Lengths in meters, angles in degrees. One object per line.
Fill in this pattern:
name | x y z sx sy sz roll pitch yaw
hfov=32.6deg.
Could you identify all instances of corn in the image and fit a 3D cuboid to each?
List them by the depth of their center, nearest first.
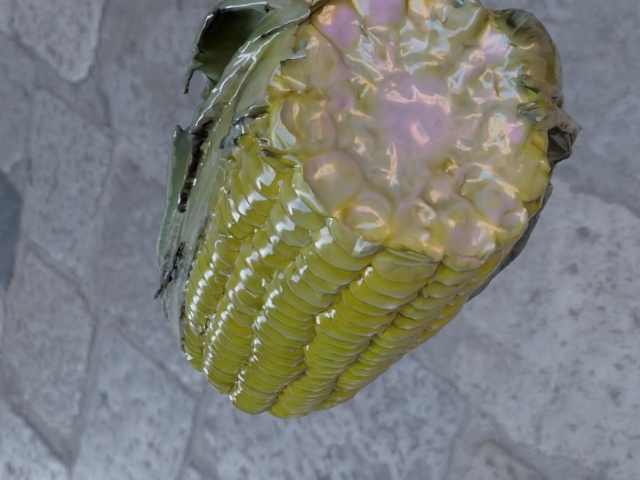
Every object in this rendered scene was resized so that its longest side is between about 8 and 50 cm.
corn | 0.000 -0.004 0.438 0.123 0.122 0.305 52 159 6
